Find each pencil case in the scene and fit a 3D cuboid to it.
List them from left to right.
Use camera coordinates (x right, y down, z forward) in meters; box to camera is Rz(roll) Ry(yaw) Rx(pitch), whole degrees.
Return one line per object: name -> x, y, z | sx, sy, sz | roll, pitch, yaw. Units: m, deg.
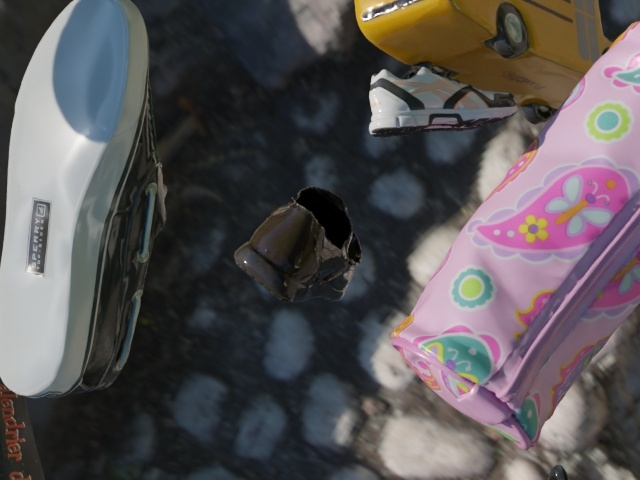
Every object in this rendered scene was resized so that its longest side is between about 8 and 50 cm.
pencil case -> 0.170, -0.008, 1.243 | 0.124, 0.124, 0.284 | 38, 84, 21

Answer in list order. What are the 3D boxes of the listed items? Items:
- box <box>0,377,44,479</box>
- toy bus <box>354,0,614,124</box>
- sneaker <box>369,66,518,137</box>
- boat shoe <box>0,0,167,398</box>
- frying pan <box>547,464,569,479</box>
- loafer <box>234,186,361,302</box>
box -> -0.264, 0.166, 1.351 | 0.159, 0.044, 0.233 | -25, 75, 34
toy bus -> 0.173, -0.208, 1.855 | 0.108, 0.332, 0.130 | -18, 70, 37
sneaker -> 0.079, -0.092, 1.248 | 0.109, 0.040, 0.044 | -4, 81, -30
boat shoe -> -0.122, -0.024, 1.051 | 0.077, 0.070, 0.219 | 20, 102, 38
frying pan -> 0.202, 0.362, 1.721 | 0.053, 0.197, 0.326 | -6, 84, -30
loafer -> 0.000, 0.000, 1.557 | 0.080, 0.220, 0.078 | 39, 101, 4
